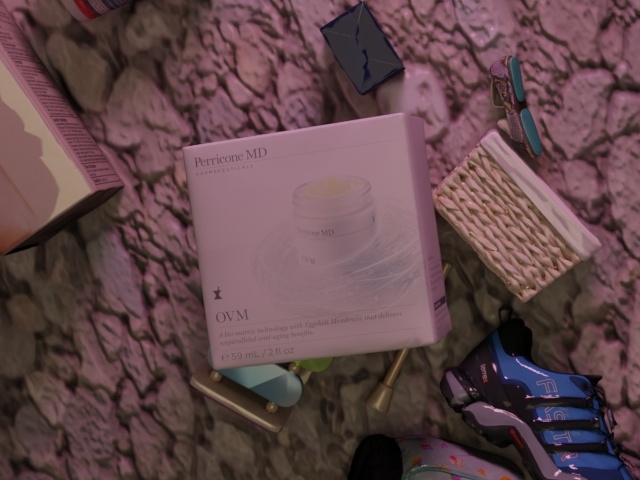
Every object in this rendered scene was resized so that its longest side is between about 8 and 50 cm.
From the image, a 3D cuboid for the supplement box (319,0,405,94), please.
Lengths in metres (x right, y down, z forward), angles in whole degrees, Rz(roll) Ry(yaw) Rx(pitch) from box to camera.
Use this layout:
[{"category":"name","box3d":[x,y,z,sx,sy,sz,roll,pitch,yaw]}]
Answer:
[{"category":"supplement box","box3d":[0.046,-0.204,1.341,0.056,0.083,0.083,-31,92,7]}]

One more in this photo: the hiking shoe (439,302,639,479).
[{"category":"hiking shoe","box3d":[0.271,0.206,1.324,0.304,0.113,0.132,40,92,15]}]

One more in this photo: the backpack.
[{"category":"backpack","box3d":[0.129,0.275,1.355,0.182,0.152,0.115,16,106,-9]}]

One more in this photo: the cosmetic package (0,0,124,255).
[{"category":"cosmetic package","box3d":[-0.355,-0.143,1.350,0.129,0.153,0.296,-33,91,6]}]

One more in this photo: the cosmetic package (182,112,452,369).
[{"category":"cosmetic package","box3d":[0.000,0.000,1.250,0.224,0.138,0.225,-8,90,12]}]

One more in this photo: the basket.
[{"category":"basket","box3d":[0.202,-0.025,1.331,0.103,0.113,0.167,-43,90,10]}]

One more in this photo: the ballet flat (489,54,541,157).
[{"category":"ballet flat","box3d":[0.208,-0.142,1.360,0.041,0.041,0.114,-16,94,6]}]

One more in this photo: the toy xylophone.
[{"category":"toy xylophone","box3d":[0.007,0.059,1.372,0.236,0.081,0.323,21,97,2]}]

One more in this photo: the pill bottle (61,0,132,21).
[{"category":"pill bottle","box3d":[-0.198,-0.316,1.340,0.180,0.108,0.108,-22,93,7]}]
